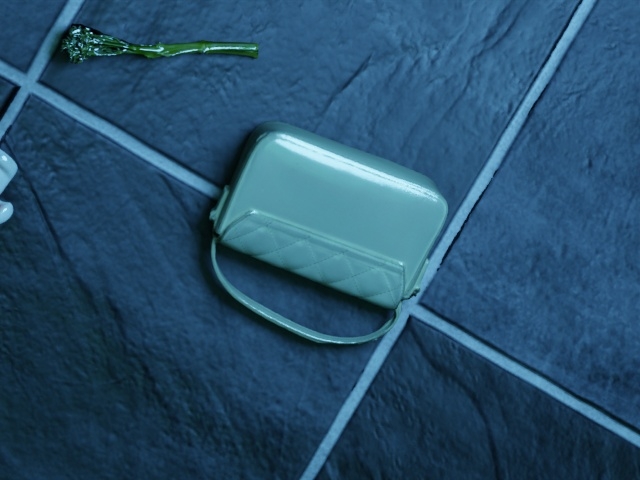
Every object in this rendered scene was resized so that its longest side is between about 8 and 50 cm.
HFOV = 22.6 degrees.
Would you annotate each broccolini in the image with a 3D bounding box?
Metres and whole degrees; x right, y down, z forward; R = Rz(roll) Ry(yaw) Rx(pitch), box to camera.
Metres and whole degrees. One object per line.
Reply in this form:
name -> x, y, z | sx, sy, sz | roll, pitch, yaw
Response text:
broccolini -> -0.173, -0.207, 1.750 | 0.218, 0.042, 0.044 | 3, 97, -13

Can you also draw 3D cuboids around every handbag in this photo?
handbag -> 0.000, 0.000, 1.794 | 0.256, 0.079, 0.219 | 21, 103, -12

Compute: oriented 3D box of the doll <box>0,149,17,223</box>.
doll -> -0.437, 0.010, 1.679 | 0.161, 0.130, 0.290 | 42, 73, -22
